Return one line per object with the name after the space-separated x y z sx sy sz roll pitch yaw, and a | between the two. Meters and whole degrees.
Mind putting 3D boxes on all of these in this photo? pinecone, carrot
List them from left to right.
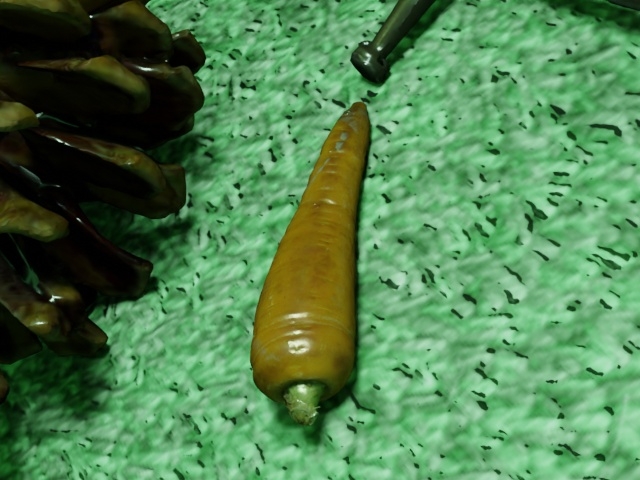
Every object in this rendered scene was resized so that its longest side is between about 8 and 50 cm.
-0.256 -0.052 1.164 0.384 0.384 0.384 -28 40 27 | pinecone
0.000 0.000 1.060 0.061 0.061 0.257 -22 41 32 | carrot

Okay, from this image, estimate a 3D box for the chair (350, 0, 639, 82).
0.150 -0.315 0.957 0.410 0.364 0.362 -49 35 -9 | chair
